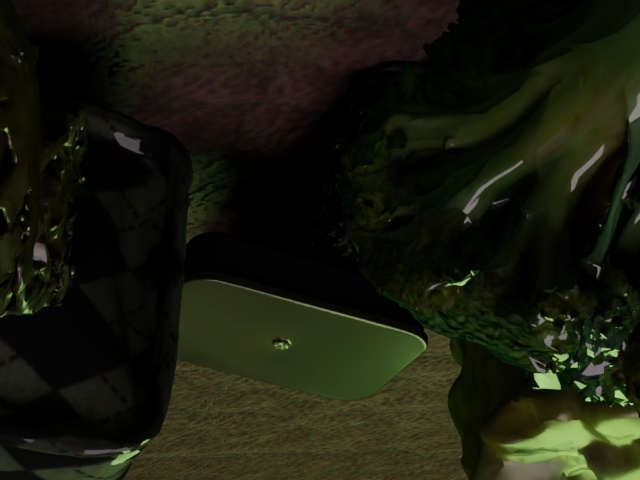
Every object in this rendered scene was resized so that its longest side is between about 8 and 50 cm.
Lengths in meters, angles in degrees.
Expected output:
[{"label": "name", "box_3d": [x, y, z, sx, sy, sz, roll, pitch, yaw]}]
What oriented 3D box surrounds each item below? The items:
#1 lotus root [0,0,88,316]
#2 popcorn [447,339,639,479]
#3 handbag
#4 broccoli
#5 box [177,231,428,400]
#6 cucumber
[{"label": "lotus root", "box_3d": [-0.236, -0.054, 0.462, 0.397, 0.179, 0.196, 17, 106, -34]}, {"label": "popcorn", "box_3d": [0.182, 0.054, 0.772, 0.293, 0.237, 0.293, -5, 137, -4]}, {"label": "handbag", "box_3d": [-0.254, 0.075, 0.767, 0.316, 0.180, 0.416, 6, 156, -13]}, {"label": "broccoli", "box_3d": [0.137, -0.056, 0.522, 0.269, 0.254, 0.269, -24, 149, -16]}, {"label": "box", "box_3d": [-0.018, 0.037, 0.773, 0.126, 0.031, 0.091, 15, 149, -17]}, {"label": "cucumber", "box_3d": [-0.002, 0.001, 0.798, 0.067, 0.067, 0.245, 4, 150, -27]}]
